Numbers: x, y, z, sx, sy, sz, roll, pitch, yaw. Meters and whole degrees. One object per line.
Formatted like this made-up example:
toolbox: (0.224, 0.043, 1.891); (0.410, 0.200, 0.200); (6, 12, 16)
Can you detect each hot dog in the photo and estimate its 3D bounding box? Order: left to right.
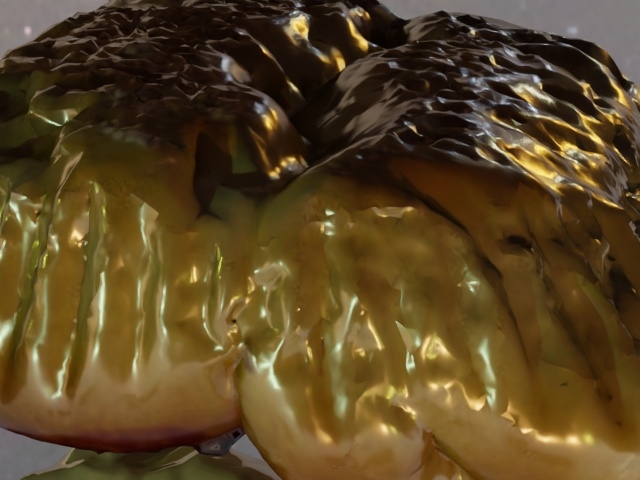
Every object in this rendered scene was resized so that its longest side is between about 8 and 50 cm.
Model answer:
hot dog: (0.000, 0.000, 0.689); (0.367, 0.196, 0.365); (8, -166, 5)

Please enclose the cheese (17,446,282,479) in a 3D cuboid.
cheese: (-0.110, 0.264, 0.866); (0.318, 0.115, 0.326); (9, -112, 32)
